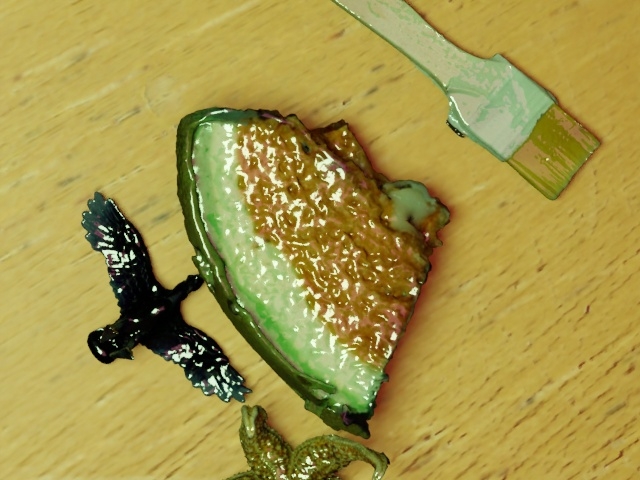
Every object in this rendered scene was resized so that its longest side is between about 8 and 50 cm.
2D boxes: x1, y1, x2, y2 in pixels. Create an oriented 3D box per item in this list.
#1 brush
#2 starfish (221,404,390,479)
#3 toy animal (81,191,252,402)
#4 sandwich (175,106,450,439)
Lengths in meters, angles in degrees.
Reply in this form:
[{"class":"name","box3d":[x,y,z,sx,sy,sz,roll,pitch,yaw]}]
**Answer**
[{"class":"brush","box3d":[0.099,-0.166,1.521,0.336,0.020,0.085,40,84,-5]},{"class":"starfish","box3d":[-0.006,0.216,1.456,0.190,0.074,0.146,31,110,-8]},{"class":"toy animal","box3d":[-0.145,0.062,1.468,0.108,0.062,0.220,-41,94,-25]},{"class":"sandwich","box3d":[-0.014,-0.001,1.461,0.292,0.109,0.212,44,77,-8]}]
